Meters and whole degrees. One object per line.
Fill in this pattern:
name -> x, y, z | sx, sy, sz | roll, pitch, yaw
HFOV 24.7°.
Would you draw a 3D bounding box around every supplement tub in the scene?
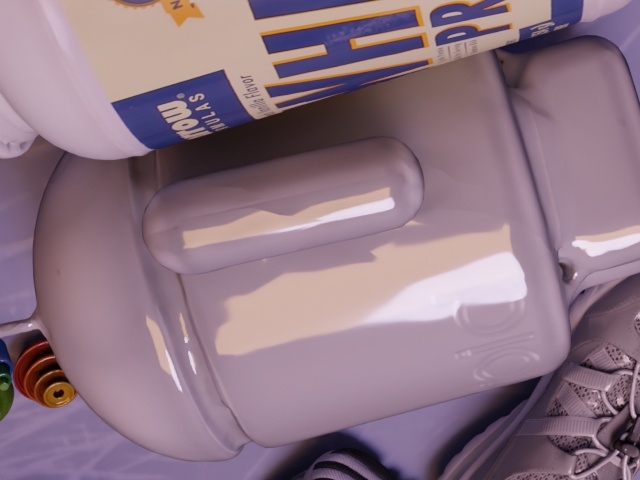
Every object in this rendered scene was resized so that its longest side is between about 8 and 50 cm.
supplement tub -> -0.041, -0.171, 0.642 | 0.325, 0.235, 0.235 | -16, 126, 6

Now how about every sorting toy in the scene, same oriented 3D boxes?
sorting toy -> -0.195, 0.095, 0.924 | 0.102, 0.042, 0.061 | -26, 128, -6

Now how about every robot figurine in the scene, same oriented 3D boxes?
robot figurine -> 0.000, 0.000, 0.778 | 0.353, 0.199, 0.300 | -16, 167, 7

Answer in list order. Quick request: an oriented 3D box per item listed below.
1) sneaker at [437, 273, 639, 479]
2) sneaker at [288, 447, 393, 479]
sneaker -> 0.189, 0.126, 0.949 | 0.105, 0.115, 0.281 | 25, 113, -22
sneaker -> 0.050, 0.228, 1.053 | 0.098, 0.083, 0.224 | -26, 122, 38
